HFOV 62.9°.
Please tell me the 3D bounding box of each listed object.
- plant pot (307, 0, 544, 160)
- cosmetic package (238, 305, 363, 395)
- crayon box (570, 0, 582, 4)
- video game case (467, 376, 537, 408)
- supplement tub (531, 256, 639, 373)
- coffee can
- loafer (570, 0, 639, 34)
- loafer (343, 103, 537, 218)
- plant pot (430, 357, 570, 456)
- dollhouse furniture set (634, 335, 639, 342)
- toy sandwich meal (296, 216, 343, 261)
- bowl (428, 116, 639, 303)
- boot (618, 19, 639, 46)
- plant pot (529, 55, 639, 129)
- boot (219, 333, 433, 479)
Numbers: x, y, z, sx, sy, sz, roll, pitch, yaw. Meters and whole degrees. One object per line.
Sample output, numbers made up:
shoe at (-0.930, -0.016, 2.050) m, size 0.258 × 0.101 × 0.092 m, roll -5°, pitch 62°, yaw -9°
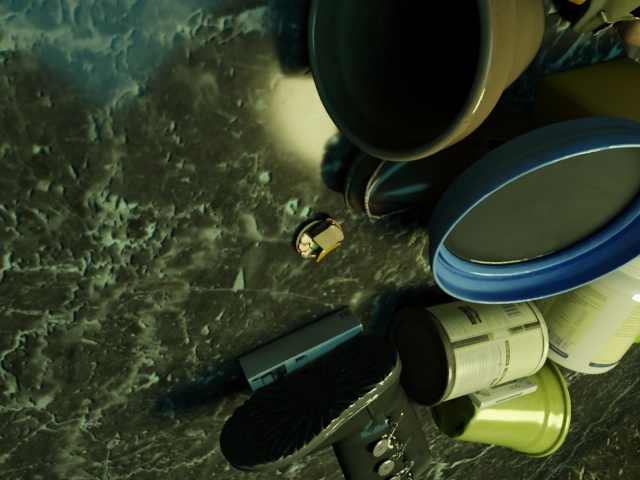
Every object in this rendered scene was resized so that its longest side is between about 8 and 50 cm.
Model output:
plant pot at (0.151, -0.246, 0.639) m, size 0.229 × 0.263 × 0.263 m, roll -22°, pitch 136°, yaw -38°
cosmetic package at (-0.029, 0.226, 1.022) m, size 0.239 × 0.060 × 0.099 m, roll -24°, pitch 135°, yaw -12°
crayon box at (0.324, -0.388, 0.593) m, size 0.318 × 0.081 × 0.202 m, roll -44°, pitch 160°, yaw -60°
video game case at (0.380, 0.298, 1.232) m, size 0.173 × 0.190 × 0.022 m, roll -6°, pitch 125°, yaw -27°
supplement tub at (0.644, 0.120, 1.208) m, size 0.235 × 0.235 × 0.325 m, roll -5°, pitch 129°, yaw -27°
coffee can at (0.312, 0.221, 1.121) m, size 0.275 × 0.201 × 0.202 m, roll -6°, pitch 128°, yaw -27°
loafer at (0.427, -0.339, 0.740) m, size 0.094 × 0.087 × 0.251 m, roll -62°, pitch 169°, yaw 17°
loafer at (0.210, -0.123, 0.830) m, size 0.365 × 0.130 × 0.134 m, roll -22°, pitch 133°, yaw -14°
plant pot at (0.428, 0.406, 1.324) m, size 0.253 × 0.276 × 0.276 m, roll 7°, pitch 122°, yaw -22°
dollhouse furniture set at (0.814, 0.080, 1.308) m, size 0.151 × 0.197 × 0.302 m, roll -4°, pitch 127°, yaw -27°
toy sandwich meal at (0.000, 0.000, 0.876) m, size 0.085 × 0.029 × 0.086 m, roll -16°, pitch 132°, yaw -19°
bowl at (0.357, -0.031, 0.818) m, size 0.391 × 0.077 × 0.391 m, roll -6°, pitch 144°, yaw -5°
boot at (0.642, -0.419, 0.814) m, size 0.283 × 0.109 × 0.220 m, roll -9°, pitch 161°, yaw -10°
plant pot at (0.510, -0.176, 0.926) m, size 0.212 × 0.187 × 0.212 m, roll -17°, pitch 132°, yaw -18°
boot at (0.040, 0.433, 1.080) m, size 0.367 × 0.146 × 0.445 m, roll -27°, pitch 134°, yaw -8°
